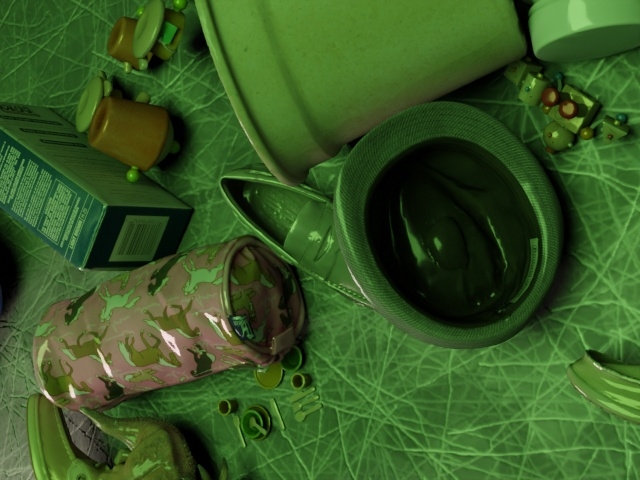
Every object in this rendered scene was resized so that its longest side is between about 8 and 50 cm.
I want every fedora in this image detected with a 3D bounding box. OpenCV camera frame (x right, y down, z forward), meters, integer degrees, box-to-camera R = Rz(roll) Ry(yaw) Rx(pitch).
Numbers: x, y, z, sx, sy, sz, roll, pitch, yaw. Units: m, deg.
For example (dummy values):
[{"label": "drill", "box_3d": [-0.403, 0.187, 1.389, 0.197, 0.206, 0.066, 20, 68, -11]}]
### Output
[{"label": "fedora", "box_3d": [0.140, -0.013, 1.367, 0.244, 0.124, 0.275, -38, 91, -5]}]

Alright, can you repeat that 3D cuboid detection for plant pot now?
[{"label": "plant pot", "box_3d": [0.057, -0.266, 1.360, 0.305, 0.334, 0.333, -18, 77, 13]}]

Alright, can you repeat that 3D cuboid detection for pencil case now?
[{"label": "pencil case", "box_3d": [-0.213, 0.120, 1.622, 0.386, 0.160, 0.167, -18, 46, 33]}]

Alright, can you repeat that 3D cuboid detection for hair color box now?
[{"label": "hair color box", "box_3d": [-0.369, -0.083, 1.724, 0.347, 0.174, 0.105, 34, 108, 31]}]

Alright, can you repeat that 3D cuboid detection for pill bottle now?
[{"label": "pill bottle", "box_3d": [0.275, -0.347, 1.301, 0.160, 0.160, 0.283, -13, 81, 33]}]

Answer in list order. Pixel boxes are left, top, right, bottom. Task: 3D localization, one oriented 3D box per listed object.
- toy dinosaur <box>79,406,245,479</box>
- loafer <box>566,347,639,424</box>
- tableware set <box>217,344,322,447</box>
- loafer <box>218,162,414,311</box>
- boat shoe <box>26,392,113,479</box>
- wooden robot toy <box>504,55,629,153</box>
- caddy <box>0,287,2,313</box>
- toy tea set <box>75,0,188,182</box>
[{"label": "toy dinosaur", "box_3d": [-0.201, 0.321, 1.618, 0.200, 0.127, 0.295, -41, 68, 26]}, {"label": "loafer", "box_3d": [0.389, 0.156, 1.246, 0.268, 0.102, 0.092, 17, 96, 24]}, {"label": "tableware set", "box_3d": [-0.073, 0.204, 1.600, 0.154, 0.024, 0.104, -31, 71, 30]}, {"label": "loafer", "box_3d": [0.000, 0.000, 1.505, 0.319, 0.111, 0.112, 31, 105, 31]}, {"label": "boat shoe", "box_3d": [-0.330, 0.369, 1.729, 0.110, 0.121, 0.341, -20, 77, -6]}, {"label": "wooden robot toy", "box_3d": [0.264, -0.137, 1.360, 0.173, 0.076, 0.079, 40, 121, 29]}, {"label": "caddy", "box_3d": [-0.653, 0.068, 1.902, 0.341, 0.179, 0.241, -3, 118, 34]}, {"label": "toy tea set", "box_3d": [-0.223, -0.249, 1.692, 0.336, 0.124, 0.200, -60, 29, 20]}]
